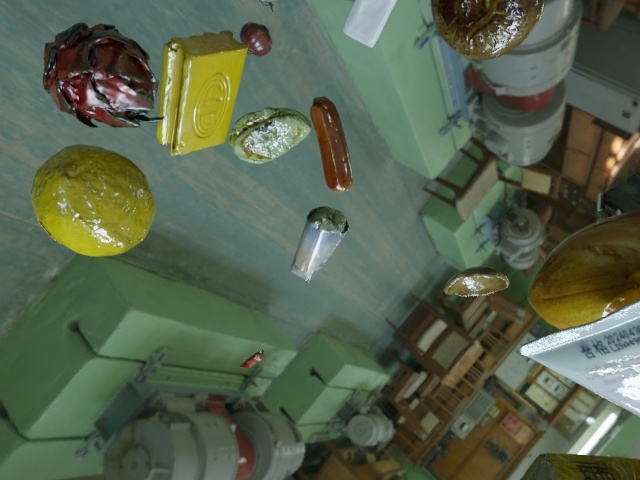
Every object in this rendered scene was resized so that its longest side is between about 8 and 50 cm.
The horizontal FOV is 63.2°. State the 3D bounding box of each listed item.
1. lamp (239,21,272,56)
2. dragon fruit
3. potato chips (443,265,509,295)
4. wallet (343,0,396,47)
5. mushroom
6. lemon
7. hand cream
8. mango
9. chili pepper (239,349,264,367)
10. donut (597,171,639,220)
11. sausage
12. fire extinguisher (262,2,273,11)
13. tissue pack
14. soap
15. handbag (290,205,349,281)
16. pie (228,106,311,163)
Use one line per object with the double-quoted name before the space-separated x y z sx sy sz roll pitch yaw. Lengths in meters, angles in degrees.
"lamp" -0.185 -0.574 1.486 0.090 0.101 0.101 -53 153 -6
"dragon fruit" -0.382 -0.287 0.914 0.188 0.182 0.182 -10 135 -32
"potato chips" 0.478 0.120 1.602 0.208 0.195 0.062 62 28 -62
"wallet" 0.155 -0.709 1.617 0.183 0.124 0.032 -62 167 23
"mushroom" 0.416 -0.608 1.321 0.163 0.297 0.279 -17 128 -54
"lemon" -0.420 -0.072 0.980 0.204 0.204 0.260 -46 159 -7
"hand cream" 0.422 0.165 0.586 0.185 0.358 0.118 -42 -156 51
"mango" 0.424 0.051 0.726 0.138 0.256 0.188 -31 114 -56
"chili pepper" -0.229 0.400 1.726 0.178 0.027 0.045 -40 179 43
"donut" 0.703 0.034 1.119 0.136 0.260 0.345 -27 152 14
"sausage" 0.039 -0.291 1.587 0.089 0.083 0.300 -21 104 -30
"fire extinguisher" -0.178 -0.744 1.583 0.046 0.100 0.032 -17 163 -37
"tissue pack" 0.506 0.487 0.944 0.270 0.134 0.192 9 120 -12
"soap" -0.324 -0.387 1.398 0.204 0.096 0.325 -29 155 -39
"handbag" 0.000 0.000 1.186 0.173 0.095 0.117 -67 175 36
"pie" -0.154 -0.308 1.551 0.247 0.090 0.201 -25 148 24
